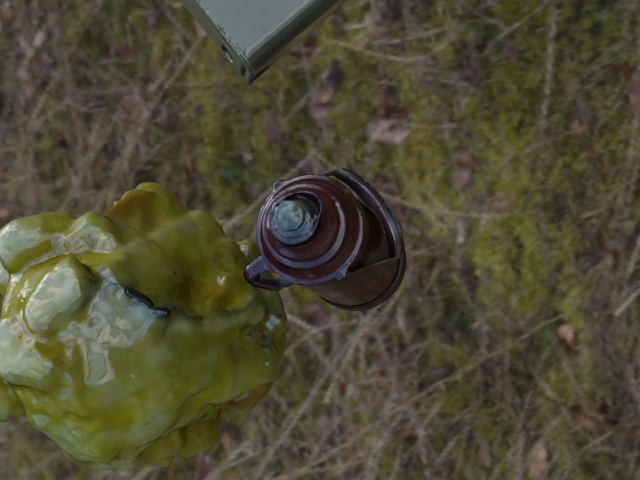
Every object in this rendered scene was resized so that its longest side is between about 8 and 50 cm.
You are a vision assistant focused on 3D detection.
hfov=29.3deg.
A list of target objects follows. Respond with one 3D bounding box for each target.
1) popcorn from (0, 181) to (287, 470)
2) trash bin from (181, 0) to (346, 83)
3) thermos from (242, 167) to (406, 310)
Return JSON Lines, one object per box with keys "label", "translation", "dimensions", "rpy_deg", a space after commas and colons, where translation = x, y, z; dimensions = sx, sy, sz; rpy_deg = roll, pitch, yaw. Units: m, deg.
{"label": "popcorn", "translation": [-0.163, 0.077, 1.069], "dimensions": [0.215, 0.286, 0.252], "rpy_deg": [-13, 86, 38]}
{"label": "trash bin", "translation": [-0.008, -0.108, 0.430], "dimensions": [0.061, 0.092, 0.043], "rpy_deg": [52, 175, -3]}
{"label": "thermos", "translation": [0.001, 0.003, 1.026], "dimensions": [0.124, 0.232, 0.099], "rpy_deg": [-35, 74, 8]}
